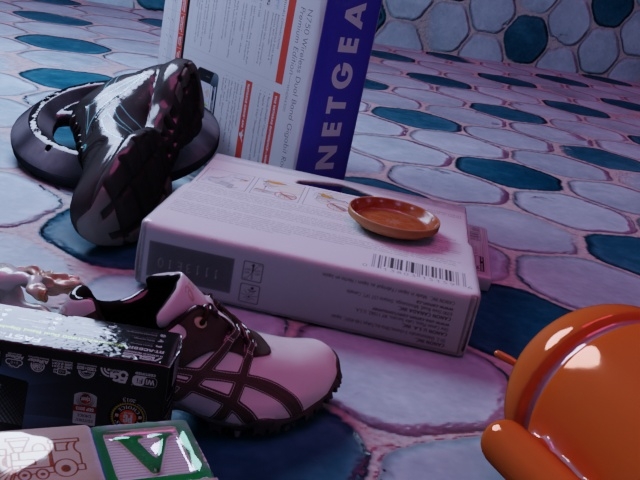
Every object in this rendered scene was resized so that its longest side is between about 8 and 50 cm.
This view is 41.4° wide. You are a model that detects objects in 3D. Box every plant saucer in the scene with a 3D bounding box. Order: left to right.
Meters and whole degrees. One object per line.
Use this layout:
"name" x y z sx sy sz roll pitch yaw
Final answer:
"plant saucer" 0.065 -0.019 0.758 0.084 0.013 0.083 10 21 -4

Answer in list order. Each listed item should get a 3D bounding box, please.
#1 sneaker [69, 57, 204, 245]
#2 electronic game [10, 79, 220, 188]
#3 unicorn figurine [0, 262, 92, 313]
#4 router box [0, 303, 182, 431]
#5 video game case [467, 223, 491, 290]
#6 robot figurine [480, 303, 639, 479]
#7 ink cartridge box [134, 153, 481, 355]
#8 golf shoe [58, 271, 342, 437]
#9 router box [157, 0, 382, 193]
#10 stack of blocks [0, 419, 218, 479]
"sneaker" -0.192 -0.086 0.820 0.106 0.101 0.267 1 37 10
"electronic game" -0.229 -0.121 0.956 0.229 0.048 0.229 3 36 -2
"unicorn figurine" -0.244 0.037 0.561 0.111 0.060 0.162 23 7 32
"router box" -0.136 0.085 0.420 0.122 0.092 0.038 9 20 -3
"video game case" 0.105 0.002 0.887 0.143 0.019 0.157 12 20 5
"robot figurine" 0.186 0.115 0.462 0.158 0.128 0.219 -37 29 -1
"ink cartridge box" 0.000 0.000 0.776 0.275 0.060 0.239 13 19 3
"golf shoe" -0.066 0.066 0.512 0.198 0.093 0.077 -1 22 -34
"router box" -0.073 -0.241 0.996 0.082 0.335 0.301 -8 28 -42
"stack of blocks" -0.181 0.128 0.281 0.297 0.087 0.171 1 22 -26
